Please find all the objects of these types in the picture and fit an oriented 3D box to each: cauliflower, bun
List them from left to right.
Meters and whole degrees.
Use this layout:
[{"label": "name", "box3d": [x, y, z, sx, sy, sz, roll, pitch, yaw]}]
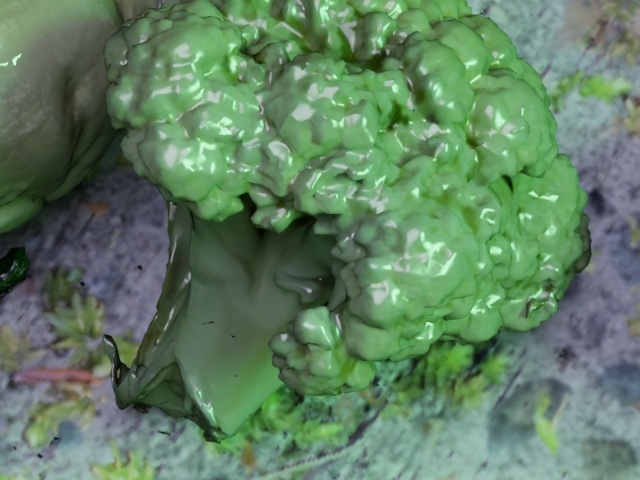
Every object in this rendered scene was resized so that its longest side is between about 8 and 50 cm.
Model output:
[{"label": "bun", "box3d": [-0.200, -0.088, 1.136, 0.259, 0.259, 0.160, -46, 112, -10]}, {"label": "cauliflower", "box3d": [0.012, -0.010, 1.067, 0.327, 0.260, 0.281, 12, 92, -30]}]

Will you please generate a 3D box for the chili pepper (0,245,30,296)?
[{"label": "chili pepper", "box3d": [-0.237, 0.016, 1.188, 0.118, 0.035, 0.055, 13, 80, 10]}]
